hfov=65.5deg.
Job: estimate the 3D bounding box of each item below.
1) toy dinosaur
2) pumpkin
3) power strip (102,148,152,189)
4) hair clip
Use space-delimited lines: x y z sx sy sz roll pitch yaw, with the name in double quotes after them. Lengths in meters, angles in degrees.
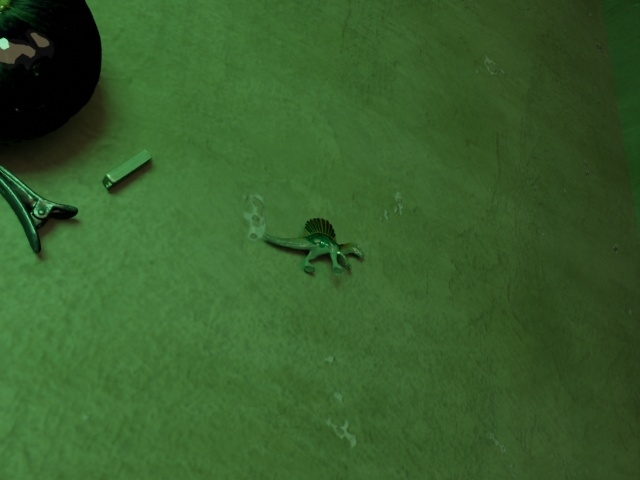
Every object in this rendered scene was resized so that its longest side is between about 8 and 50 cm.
-0.003 0.002 0.827 0.187 0.044 0.106 27 46 -13 "toy dinosaur"
-0.363 -0.217 0.545 0.233 0.163 0.233 15 63 -31 "pumpkin"
-0.258 -0.097 0.671 0.017 0.027 0.083 50 51 -12 "power strip"
-0.395 -0.082 0.564 0.229 0.039 0.070 40 55 -14 "hair clip"
